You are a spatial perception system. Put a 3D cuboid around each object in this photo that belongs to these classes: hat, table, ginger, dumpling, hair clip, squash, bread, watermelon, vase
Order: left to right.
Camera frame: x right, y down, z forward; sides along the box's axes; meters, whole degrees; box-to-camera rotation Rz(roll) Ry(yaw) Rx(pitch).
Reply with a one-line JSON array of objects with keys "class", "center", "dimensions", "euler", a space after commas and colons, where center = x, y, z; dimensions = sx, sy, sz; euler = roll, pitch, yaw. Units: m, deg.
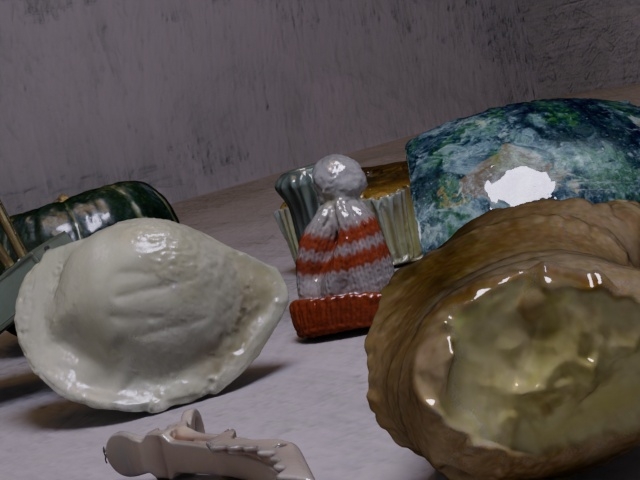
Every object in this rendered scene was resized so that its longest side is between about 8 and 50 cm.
[{"class": "table", "center": [-0.359, 0.062, 1.262], "dimensions": [0.240, 0.111, 0.121], "euler": [-39, 4, 8]}, {"class": "squash", "center": [-0.281, 0.024, 1.543], "dimensions": [0.252, 0.165, 0.252], "euler": [-15, 10, 3]}, {"class": "dumpling", "center": [-0.144, 0.068, 1.098], "dimensions": [0.216, 0.166, 0.126], "euler": [14, -26, -14]}, {"class": "hair clip", "center": [-0.051, 0.136, 0.817], "dimensions": [0.072, 0.034, 0.226], "euler": [-18, 9, -36]}, {"class": "vase", "center": [0.000, 0.000, 1.293], "dimensions": [0.081, 0.148, 0.081], "euler": [-13, 8, 2]}, {"class": "hat", "center": [0.020, 0.002, 1.205], "dimensions": [0.112, 0.162, 0.093], "euler": [-8, 6, 13]}, {"class": "bread", "center": [0.073, -0.035, 1.575], "dimensions": [0.192, 0.109, 0.210], "euler": [-21, 11, -40]}, {"class": "ginger", "center": [0.132, 0.049, 0.726], "dimensions": [0.221, 0.130, 0.276], "euler": [-21, 12, 36]}, {"class": "watermelon", "center": [0.189, -0.013, 0.991], "dimensions": [0.318, 0.148, 0.226], "euler": [2, -38, -28]}]
